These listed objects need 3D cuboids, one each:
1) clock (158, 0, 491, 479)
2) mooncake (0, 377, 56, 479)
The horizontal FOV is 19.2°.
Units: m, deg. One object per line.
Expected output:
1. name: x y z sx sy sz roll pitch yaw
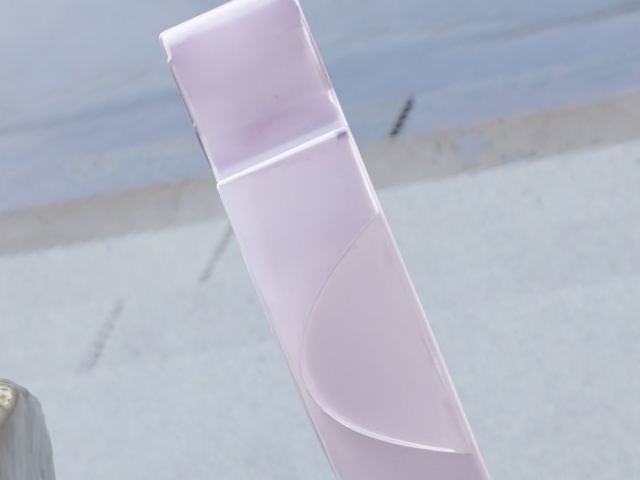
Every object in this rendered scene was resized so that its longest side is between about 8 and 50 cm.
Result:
1. clock: 0.000 0.000 1.054 0.080 0.290 0.275 -21 15 1
2. mooncake: -0.272 0.218 1.409 0.124 0.228 0.228 -4 44 2
